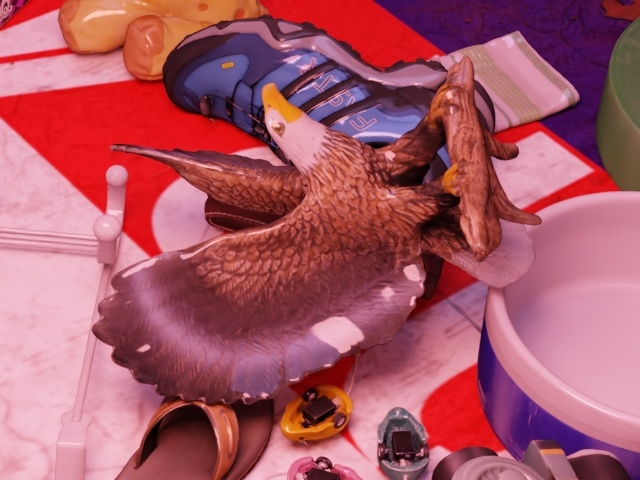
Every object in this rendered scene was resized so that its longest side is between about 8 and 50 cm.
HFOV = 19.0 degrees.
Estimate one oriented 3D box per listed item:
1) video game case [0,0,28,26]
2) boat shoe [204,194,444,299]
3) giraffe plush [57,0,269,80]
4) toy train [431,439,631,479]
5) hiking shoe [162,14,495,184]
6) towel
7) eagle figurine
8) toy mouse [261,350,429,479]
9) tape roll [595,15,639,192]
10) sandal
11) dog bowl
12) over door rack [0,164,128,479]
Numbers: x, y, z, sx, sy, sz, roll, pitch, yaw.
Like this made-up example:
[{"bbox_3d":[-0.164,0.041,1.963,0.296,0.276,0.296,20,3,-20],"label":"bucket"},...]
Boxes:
[{"bbox_3d":[-0.395,-0.241,1.803,0.210,0.042,0.232,20,43,17],"label":"video game case"},{"bbox_3d":[0.000,0.000,1.563,0.207,0.073,0.073,10,81,13],"label":"boat shoe"},{"bbox_3d":[-0.126,-0.258,1.752,0.210,0.170,0.181,11,37,4],"label":"giraffe plush"},{"bbox_3d":[0.187,0.266,1.250,0.190,0.142,0.334,2,38,-24],"label":"toy train"},{"bbox_3d":[-0.006,-0.106,1.652,0.304,0.113,0.132,12,53,17],"label":"hiking shoe"},{"bbox_3d":[0.150,-0.143,1.777,0.152,0.023,0.113,-18,46,-25],"label":"towel"},{"bbox_3d":[-0.005,-0.023,1.415,0.298,0.225,0.226,-25,-1,24],"label":"eagle figurine"},{"bbox_3d":[0.028,0.166,1.408,0.143,0.031,0.161,33,48,27],"label":"toy mouse"},{"bbox_3d":[0.413,-0.105,1.729,0.321,0.077,0.321,4,41,-4],"label":"tape roll"},{"bbox_3d":[-0.102,0.150,1.388,0.090,0.060,0.219,24,44,18],"label":"sandal"},{"bbox_3d":[0.255,0.085,1.474,0.265,0.104,0.265,3,42,-3],"label":"dog bowl"},{"bbox_3d":[-0.275,0.043,1.452,0.239,0.108,0.324,4,42,-2],"label":"over door rack"}]
